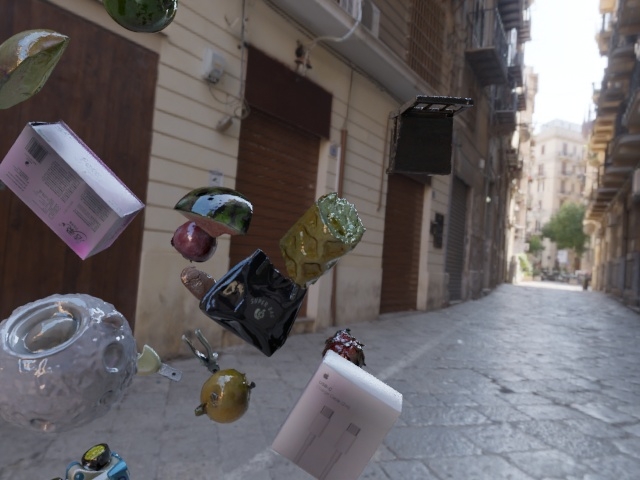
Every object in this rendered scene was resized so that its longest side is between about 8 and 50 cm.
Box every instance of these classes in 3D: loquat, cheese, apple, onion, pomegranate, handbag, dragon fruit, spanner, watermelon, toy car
[{"bbox_3d":[-0.310,0.507,1.503,0.204,0.172,0.149,-24,33,-26],"label":"loquat"},{"bbox_3d":[-0.672,0.511,1.881,0.235,0.127,0.049,31,-32,-14],"label":"cheese"},{"bbox_3d":[-0.805,-0.462,1.233,0.265,0.193,0.120,-29,-67,37],"label":"apple"},{"bbox_3d":[-0.433,-0.016,1.679,0.159,0.195,0.159,40,5,-4],"label":"onion"},{"bbox_3d":[-0.583,-0.770,1.412,0.301,0.236,0.236,27,-3,0],"label":"pomegranate"},{"bbox_3d":[-0.210,0.215,1.632,0.342,0.288,0.152,42,-16,-25],"label":"handbag"},{"bbox_3d":[0.091,0.450,1.804,0.182,0.182,0.188,7,23,-39],"label":"dragon fruit"},{"bbox_3d":[-0.525,0.522,2.121,0.095,0.325,0.040,-21,39,-3],"label":"spanner"},{"bbox_3d":[-0.247,-0.076,1.172,0.193,0.137,0.145,-22,13,-42],"label":"watermelon"},{"bbox_3d":[-0.391,0.438,0.779,0.098,0.126,0.161,0,19,47],"label":"toy car"}]

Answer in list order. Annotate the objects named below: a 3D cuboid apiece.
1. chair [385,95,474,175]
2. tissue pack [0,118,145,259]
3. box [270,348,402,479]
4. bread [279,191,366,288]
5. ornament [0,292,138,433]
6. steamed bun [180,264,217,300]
[{"bbox_3d":[0.350,-0.332,1.566,0.203,0.241,0.416,3,10,-2],"label":"chair"},{"bbox_3d":[-0.508,-0.102,0.947,0.148,0.246,0.092,-41,6,20],"label":"tissue pack"},{"bbox_3d":[0.037,0.412,1.062,0.203,0.252,0.106,32,9,7],"label":"box"},{"bbox_3d":[0.003,-0.003,1.491,0.196,0.239,0.252,6,-33,-40],"label":"bread"},{"bbox_3d":[-0.628,0.307,1.153,0.336,0.337,0.337,4,-3,0],"label":"ornament"},{"bbox_3d":[-0.494,0.174,1.910,0.175,0.106,0.145,45,-12,-7],"label":"steamed bun"}]
